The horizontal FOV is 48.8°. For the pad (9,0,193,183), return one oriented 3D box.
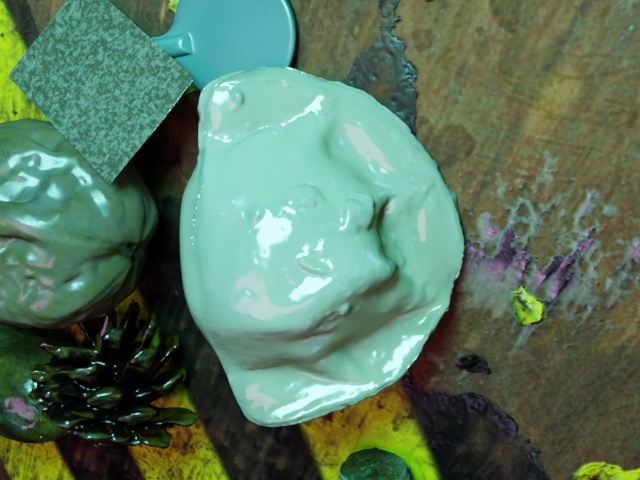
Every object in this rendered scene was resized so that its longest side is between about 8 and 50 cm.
[{"bbox_3d":[-0.266,-0.194,0.840,0.235,0.003,0.158,43,95,24],"label":"pad"}]

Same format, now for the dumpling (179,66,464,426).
[{"bbox_3d":[0.000,0.000,0.794,0.316,0.233,0.395,-11,94,-3],"label":"dumpling"}]

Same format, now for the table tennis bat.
[{"bbox_3d":[-0.139,-0.231,0.824,0.244,0.040,0.153,-4,104,24],"label":"table tennis bat"}]

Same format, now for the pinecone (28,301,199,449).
[{"bbox_3d":[-0.282,0.187,0.974,0.202,0.229,0.201,-11,78,30],"label":"pinecone"}]

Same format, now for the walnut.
[{"bbox_3d":[-0.346,-0.022,0.902,0.273,0.227,0.273,7,113,18],"label":"walnut"}]

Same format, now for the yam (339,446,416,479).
[{"bbox_3d":[0.098,0.368,0.935,0.107,0.107,0.183,-19,101,31],"label":"yam"}]

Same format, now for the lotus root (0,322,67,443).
[{"bbox_3d":[-0.484,0.224,1.122,0.275,0.152,0.160,15,108,18],"label":"lotus root"}]
